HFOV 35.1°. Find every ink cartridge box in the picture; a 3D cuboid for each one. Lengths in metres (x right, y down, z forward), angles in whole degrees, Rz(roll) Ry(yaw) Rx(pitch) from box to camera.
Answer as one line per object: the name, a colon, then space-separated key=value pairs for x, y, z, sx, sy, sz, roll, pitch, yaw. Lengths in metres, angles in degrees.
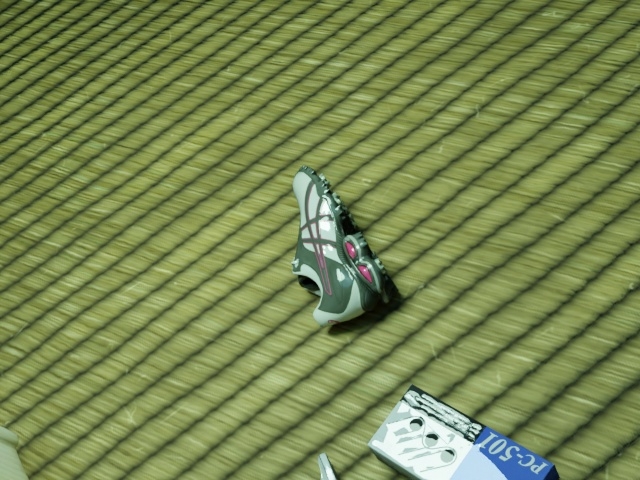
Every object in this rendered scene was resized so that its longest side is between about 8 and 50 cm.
ink cartridge box: x=0.165 y=0.260 z=1.194 sx=0.207 sy=0.046 sz=0.097 roll=27 pitch=69 yaw=36

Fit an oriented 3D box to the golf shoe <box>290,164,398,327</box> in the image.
golf shoe: x=0.000 y=0.000 z=1.433 sx=0.120 sy=0.105 sz=0.273 roll=-33 pitch=48 yaw=5

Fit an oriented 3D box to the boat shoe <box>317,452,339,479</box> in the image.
boat shoe: x=0.008 y=0.307 z=1.233 sx=0.035 sy=0.035 sz=0.100 roll=-23 pitch=55 yaw=1

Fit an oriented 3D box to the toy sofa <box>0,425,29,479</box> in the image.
toy sofa: x=-0.556 y=0.357 z=1.280 sx=0.362 sy=0.150 sz=0.177 roll=-43 pitch=49 yaw=2
